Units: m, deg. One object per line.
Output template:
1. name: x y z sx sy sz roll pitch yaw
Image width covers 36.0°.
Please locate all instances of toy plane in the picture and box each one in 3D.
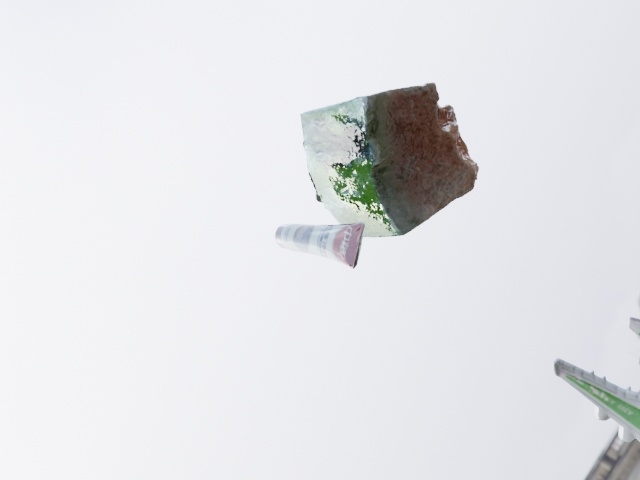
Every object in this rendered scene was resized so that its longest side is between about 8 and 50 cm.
1. toy plane: 0.356 0.169 0.965 0.255 0.251 0.101 80 -149 -41

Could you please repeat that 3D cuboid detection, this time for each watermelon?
1. watermelon: 0.130 -0.153 1.733 0.302 0.151 0.264 -22 -71 -5

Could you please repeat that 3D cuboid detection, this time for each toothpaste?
1. toothpaste: 0.000 0.000 1.366 0.039 0.239 0.062 16 -94 -27
